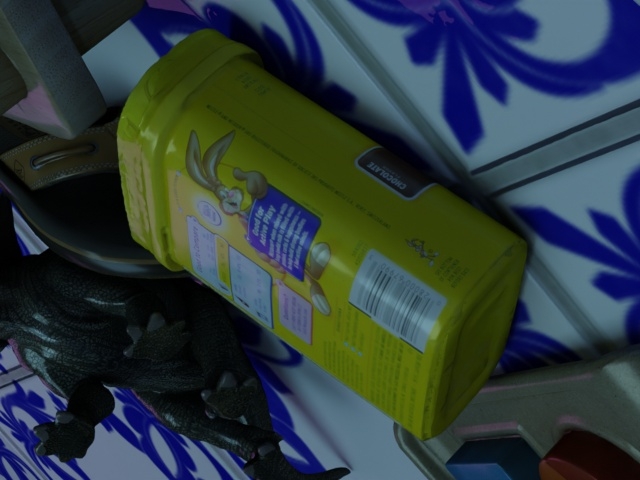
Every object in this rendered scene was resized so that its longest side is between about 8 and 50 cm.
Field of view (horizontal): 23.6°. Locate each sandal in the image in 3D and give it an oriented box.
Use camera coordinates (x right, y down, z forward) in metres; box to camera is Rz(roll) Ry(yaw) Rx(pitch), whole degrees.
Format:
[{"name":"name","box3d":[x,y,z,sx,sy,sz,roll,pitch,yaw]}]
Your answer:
[{"name":"sandal","box3d":[-0.122,-0.047,0.800,0.219,0.090,0.060,38,133,33]}]

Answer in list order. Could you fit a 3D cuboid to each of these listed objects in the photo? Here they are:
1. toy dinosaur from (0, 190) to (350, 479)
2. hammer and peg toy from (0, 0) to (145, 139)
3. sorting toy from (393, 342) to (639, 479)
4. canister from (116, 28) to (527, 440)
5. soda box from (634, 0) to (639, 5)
[{"name":"toy dinosaur","box3d":[-0.096,0.054,0.850,0.314,0.121,0.160,16,-156,-33]},{"name":"hammer and peg toy","box3d":[-0.248,-0.180,0.722,0.361,0.127,0.266,20,145,49]},{"name":"sorting toy","box3d":[0.174,0.181,0.703,0.307,0.041,0.229,49,155,-6]},{"name":"canister","box3d":[0.000,0.000,0.667,0.170,0.073,0.126,35,152,20]},{"name":"soda box","box3d":[0.152,-0.050,0.355,0.216,0.074,0.069,43,155,5]}]
